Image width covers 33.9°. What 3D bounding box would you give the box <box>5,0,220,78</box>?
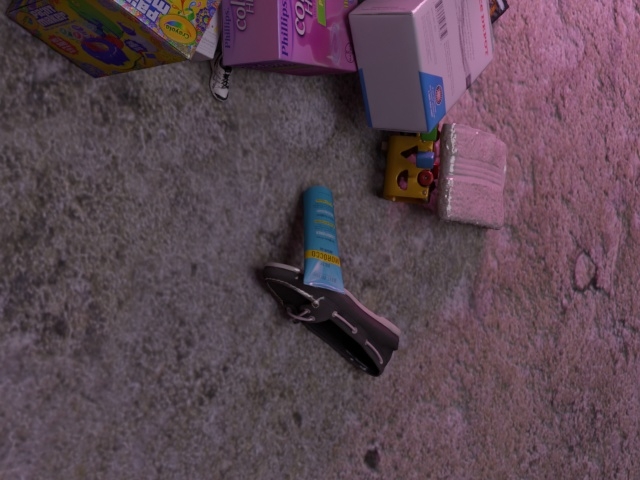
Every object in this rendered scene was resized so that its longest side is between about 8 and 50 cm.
[{"bbox_3d":[-0.266,-0.407,1.510,0.177,0.290,0.279,35,71,-33],"label":"box"}]

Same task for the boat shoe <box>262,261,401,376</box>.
[{"bbox_3d":[0.020,0.143,1.860,0.335,0.112,0.095,33,67,-37],"label":"boat shoe"}]

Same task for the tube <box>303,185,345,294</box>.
[{"bbox_3d":[0.000,0.000,1.813,0.080,0.052,0.207,13,50,-21],"label":"tube"}]

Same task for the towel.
[{"bbox_3d":[0.300,-0.119,2.048,0.282,0.049,0.187,5,87,-59],"label":"towel"}]

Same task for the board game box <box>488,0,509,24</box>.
[{"bbox_3d":[0.299,-0.512,2.104,0.126,0.026,0.186,-44,116,-28],"label":"board game box"}]

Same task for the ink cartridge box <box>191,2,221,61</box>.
[{"bbox_3d":[-0.206,-0.394,1.699,0.104,0.061,0.181,22,78,-36],"label":"ink cartridge box"}]

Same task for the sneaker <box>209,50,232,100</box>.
[{"bbox_3d":[-0.164,-0.274,1.751,0.032,0.037,0.083,-13,101,-38],"label":"sneaker"}]

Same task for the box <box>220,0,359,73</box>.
[{"bbox_3d":[-0.047,-0.391,1.743,0.243,0.117,0.214,-5,95,-56],"label":"box"}]

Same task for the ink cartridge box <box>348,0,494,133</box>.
[{"bbox_3d":[0.188,-0.362,1.883,0.307,0.129,0.223,-48,135,-44],"label":"ink cartridge box"}]

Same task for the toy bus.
[{"bbox_3d":[0.167,-0.165,1.967,0.202,0.104,0.191,-74,166,-50],"label":"toy bus"}]
